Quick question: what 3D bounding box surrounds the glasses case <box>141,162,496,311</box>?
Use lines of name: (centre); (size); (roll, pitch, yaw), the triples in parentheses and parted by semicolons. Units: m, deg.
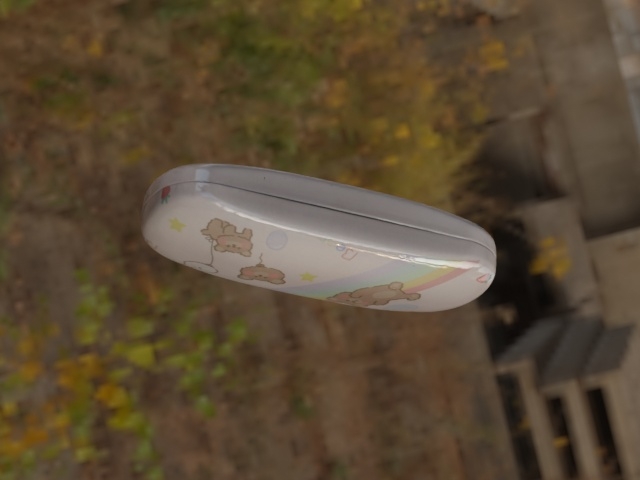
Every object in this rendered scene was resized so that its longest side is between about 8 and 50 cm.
glasses case: (0.000, 0.000, 0.442); (0.032, 0.083, 0.021); (135, -37, -58)
